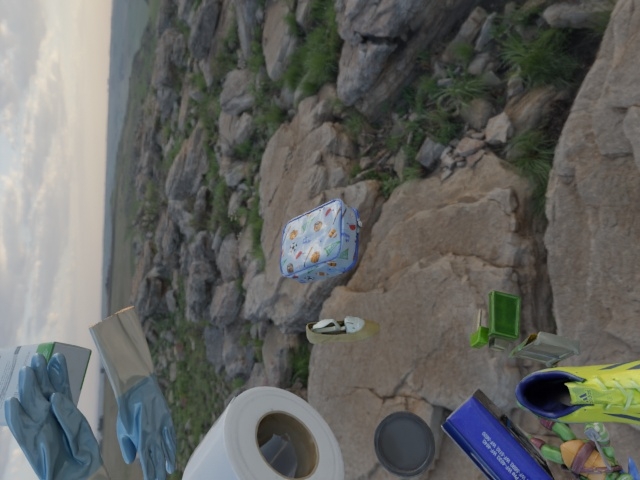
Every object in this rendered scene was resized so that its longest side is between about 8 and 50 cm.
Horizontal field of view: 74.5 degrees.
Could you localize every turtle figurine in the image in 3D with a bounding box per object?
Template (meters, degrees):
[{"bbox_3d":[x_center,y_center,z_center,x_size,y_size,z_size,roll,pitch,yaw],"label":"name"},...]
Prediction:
[{"bbox_3d":[0.536,0.471,0.941,0.266,0.275,0.197,28,126,57],"label":"turtle figurine"}]

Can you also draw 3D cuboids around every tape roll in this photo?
[{"bbox_3d":[-0.101,0.415,0.759,0.169,0.246,0.246,-54,39,21],"label":"tape roll"}]

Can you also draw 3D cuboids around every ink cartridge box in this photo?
[{"bbox_3d":[-0.575,0.290,0.841,0.208,0.087,0.153,-11,63,28],"label":"ink cartridge box"},{"bbox_3d":[0.306,0.344,0.722,0.065,0.333,0.165,-46,64,6],"label":"ink cartridge box"}]

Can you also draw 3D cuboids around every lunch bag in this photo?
[{"bbox_3d":[0.000,0.000,1.372,0.303,0.115,0.243,-20,55,39],"label":"lunch bag"}]

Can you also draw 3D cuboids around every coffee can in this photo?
[{"bbox_3d":[0.309,0.733,1.516,0.275,0.202,0.201,61,-168,-60],"label":"coffee can"}]

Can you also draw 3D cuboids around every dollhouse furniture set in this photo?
[{"bbox_3d":[0.700,0.309,1.453,0.197,0.302,0.151,98,-174,-61],"label":"dollhouse furniture set"}]

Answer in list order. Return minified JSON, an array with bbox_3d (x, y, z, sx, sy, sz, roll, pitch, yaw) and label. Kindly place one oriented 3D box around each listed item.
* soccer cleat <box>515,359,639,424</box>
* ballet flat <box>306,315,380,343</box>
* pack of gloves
[{"bbox_3d":[0.423,0.218,0.602,0.289,0.121,0.093,-33,50,50],"label":"soccer cleat"},{"bbox_3d":[0.065,0.271,1.292,0.080,0.232,0.073,-85,-20,-57],"label":"ballet flat"},{"bbox_3d":[-0.248,0.213,0.470,0.195,0.046,0.232,-35,-70,-75],"label":"pack of gloves"}]
